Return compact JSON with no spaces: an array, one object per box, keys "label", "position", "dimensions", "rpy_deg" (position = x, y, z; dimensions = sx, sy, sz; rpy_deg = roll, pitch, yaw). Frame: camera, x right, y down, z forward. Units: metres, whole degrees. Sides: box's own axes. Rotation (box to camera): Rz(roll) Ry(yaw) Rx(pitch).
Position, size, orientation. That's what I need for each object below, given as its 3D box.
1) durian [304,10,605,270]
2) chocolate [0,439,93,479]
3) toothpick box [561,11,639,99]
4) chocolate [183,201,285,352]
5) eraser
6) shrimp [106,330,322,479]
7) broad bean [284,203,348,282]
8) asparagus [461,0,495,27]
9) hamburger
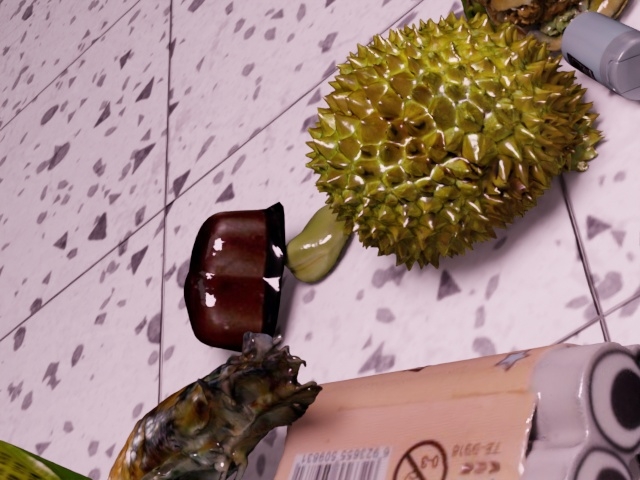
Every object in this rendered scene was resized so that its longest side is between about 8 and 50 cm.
[{"label":"durian","position":[0.098,-0.084,1.051],"dimensions":[0.237,0.176,0.200],"rpy_deg":[-25,71,25]},{"label":"chocolate","position":[-0.350,0.348,1.188],"dimensions":[0.301,0.137,0.289],"rpy_deg":[-54,8,2]},{"label":"toothpick box","position":[0.236,-0.149,1.035],"dimensions":[0.052,0.052,0.083],"rpy_deg":[-52,32,7]},{"label":"chocolate","position":[-0.091,0.032,1.235],"dimensions":[0.125,0.080,0.148],"rpy_deg":[170,107,-68]},{"label":"eraser","position":[0.090,0.162,0.925],"dimensions":[0.290,0.087,0.171],"rpy_deg":[-16,52,46]},{"label":"shrimp","position":[-0.118,0.227,1.047],"dimensions":[0.445,0.085,0.272],"rpy_deg":[-50,27,42]},{"label":"broad bean","position":[0.000,0.000,1.219],"dimensions":[0.083,0.045,0.063],"rpy_deg":[-52,19,-8]},{"label":"asparagus","position":[0.153,-0.216,1.222],"dimensions":[0.034,0.027,0.236],"rpy_deg":[-36,37,20]},{"label":"hamburger","position":[0.208,-0.247,1.115],"dimensions":[0.185,0.113,0.177],"rpy_deg":[7,62,46]}]
